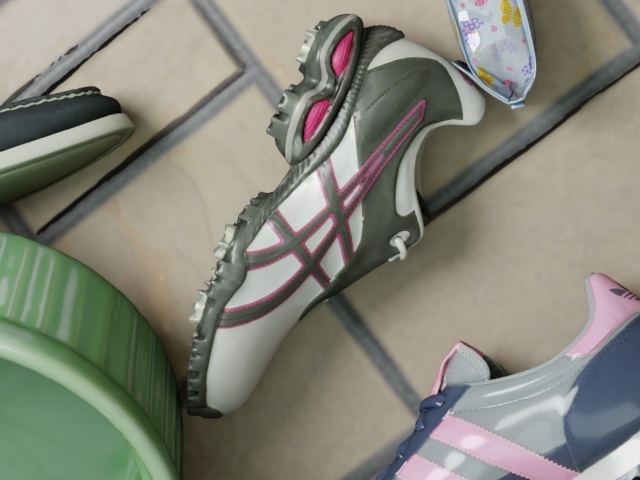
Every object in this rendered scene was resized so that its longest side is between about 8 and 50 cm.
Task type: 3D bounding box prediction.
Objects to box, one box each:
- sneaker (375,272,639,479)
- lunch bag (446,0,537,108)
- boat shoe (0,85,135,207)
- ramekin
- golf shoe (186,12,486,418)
[{"bbox_3d":[0.086,0.140,1.132,0.319,0.112,0.131,-31,76,9],"label":"sneaker"},{"bbox_3d":[0.104,-0.120,1.094,0.053,0.071,0.083,-17,96,10],"label":"lunch bag"},{"bbox_3d":[-0.290,-0.052,1.130,0.340,0.127,0.113,-20,83,0],"label":"boat shoe"},{"bbox_3d":[-0.223,0.138,1.102,0.303,0.148,0.303,0,120,1],"label":"ramekin"},{"bbox_3d":[0.000,0.000,1.115,0.120,0.105,0.273,24,102,-2],"label":"golf shoe"}]
